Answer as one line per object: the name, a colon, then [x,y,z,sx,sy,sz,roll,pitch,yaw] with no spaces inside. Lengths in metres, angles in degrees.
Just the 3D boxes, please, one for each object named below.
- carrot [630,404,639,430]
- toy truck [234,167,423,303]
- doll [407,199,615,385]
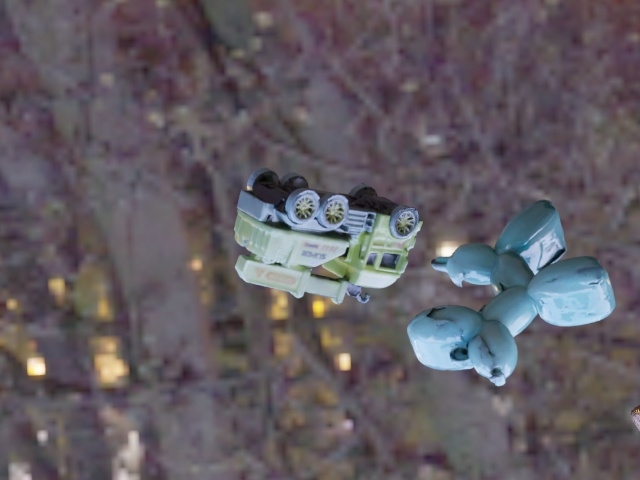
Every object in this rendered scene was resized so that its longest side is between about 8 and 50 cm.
carrot: [0.377,0.205,1.656,0.159,0.225,0.159,-22,166,-6]
toy truck: [0.000,0.000,1.669,0.169,0.100,0.077,8,-166,-40]
doll: [0.143,0.048,1.501,0.159,0.059,0.159,-22,-142,0]
